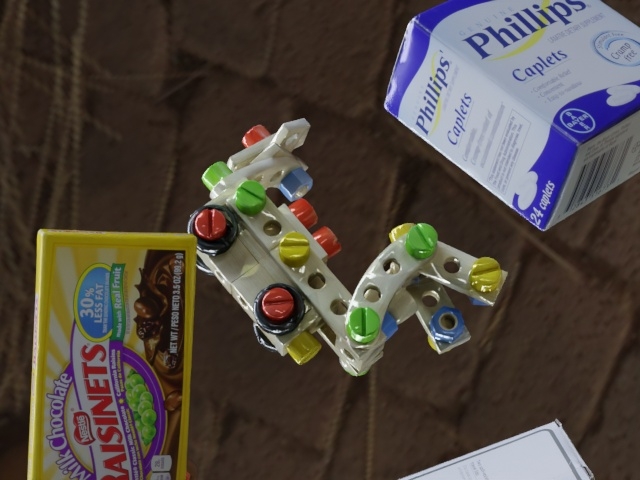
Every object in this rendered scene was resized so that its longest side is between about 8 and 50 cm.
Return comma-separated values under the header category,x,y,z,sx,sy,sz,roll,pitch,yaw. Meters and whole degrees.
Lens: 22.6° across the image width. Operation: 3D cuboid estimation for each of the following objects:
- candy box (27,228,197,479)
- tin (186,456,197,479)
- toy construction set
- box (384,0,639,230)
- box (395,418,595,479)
category,x,y,z,sx,sy,sz,roll,pitch,yaw
candy box,-0.139,0.097,1.064,0.105,0.027,0.205,2,94,-14
tin,-0.181,0.256,1.507,0.040,0.106,0.190,35,138,-21
toy construction set,0.000,0.000,1.546,0.328,0.215,0.151,45,163,30
box,0.134,-0.092,0.972,0.137,0.126,0.072,40,139,26
box,0.033,0.220,0.899,0.290,0.169,0.087,-21,111,-1
